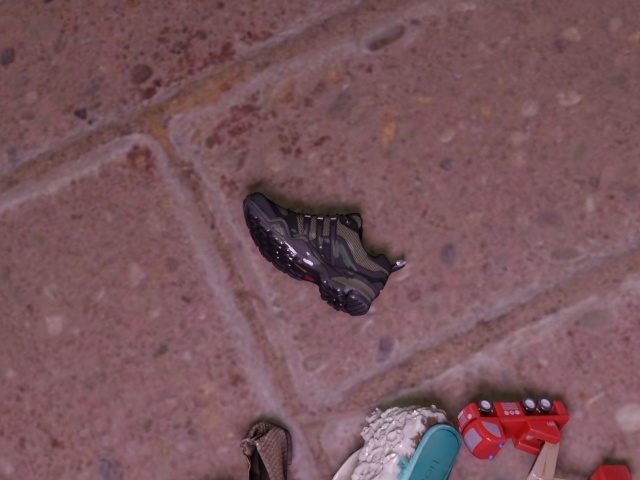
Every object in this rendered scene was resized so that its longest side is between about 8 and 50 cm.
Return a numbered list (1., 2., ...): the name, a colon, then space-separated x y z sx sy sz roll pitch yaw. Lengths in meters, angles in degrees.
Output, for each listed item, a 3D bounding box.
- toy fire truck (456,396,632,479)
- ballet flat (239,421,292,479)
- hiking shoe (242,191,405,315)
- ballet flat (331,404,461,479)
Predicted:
1. toy fire truck: 0.270 0.259 1.605 0.192 0.047 0.135 2 47 -24
2. ballet flat: -0.064 0.325 1.601 0.084 0.058 0.250 -41 38 33
3. hiking shoe: 0.000 0.000 1.760 0.227 0.086 0.114 39 65 12
4. ballet flat: 0.039 0.381 1.595 0.147 0.147 0.409 24 71 14
